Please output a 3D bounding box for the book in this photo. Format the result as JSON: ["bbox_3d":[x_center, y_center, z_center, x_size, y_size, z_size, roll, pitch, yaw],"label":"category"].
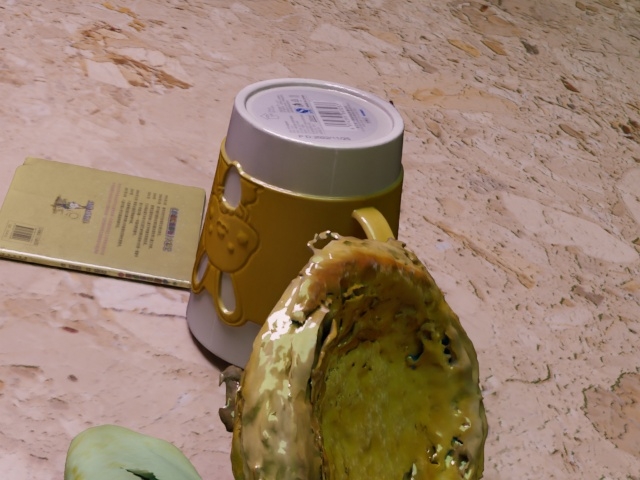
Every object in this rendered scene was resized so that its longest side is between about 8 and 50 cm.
[{"bbox_3d":[-0.212,-0.021,1.150,0.192,0.013,0.168,10,33,-7],"label":"book"}]

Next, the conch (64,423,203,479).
[{"bbox_3d":[-0.103,0.215,0.771,0.143,0.137,0.250,-15,15,2],"label":"conch"}]

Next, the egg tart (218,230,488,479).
[{"bbox_3d":[0.016,0.133,0.847,0.107,0.291,0.291,-11,17,36],"label":"egg tart"}]

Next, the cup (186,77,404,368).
[{"bbox_3d":[0.000,0.000,1.010,0.185,0.226,0.241,-12,34,-34],"label":"cup"}]
